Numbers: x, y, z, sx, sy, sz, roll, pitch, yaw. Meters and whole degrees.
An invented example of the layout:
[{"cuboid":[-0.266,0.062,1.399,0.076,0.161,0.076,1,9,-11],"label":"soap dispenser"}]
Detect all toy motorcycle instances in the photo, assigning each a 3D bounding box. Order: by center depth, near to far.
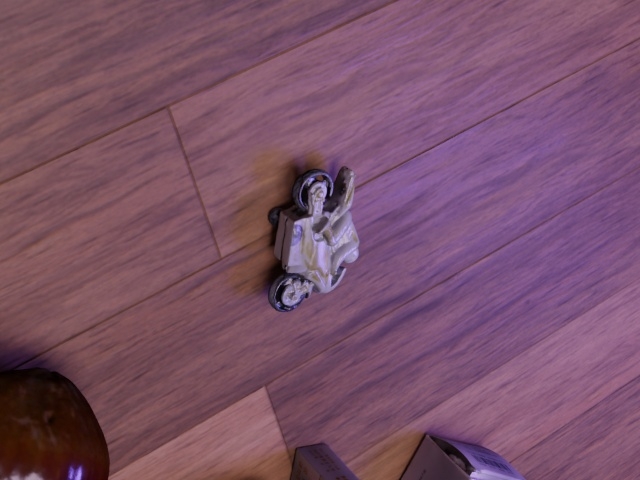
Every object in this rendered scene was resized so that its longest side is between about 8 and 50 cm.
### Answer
[{"cuboid":[0.000,0.000,1.485,0.151,0.074,0.229,0,112,-36],"label":"toy motorcycle"}]

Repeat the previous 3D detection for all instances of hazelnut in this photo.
[{"cuboid":[-0.380,0.265,1.279,0.251,0.217,0.217,22,101,-49],"label":"hazelnut"}]

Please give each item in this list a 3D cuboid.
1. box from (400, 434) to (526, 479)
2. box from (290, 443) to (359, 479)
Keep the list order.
[{"cuboid":[0.218,0.527,1.851,0.173,0.145,0.333,20,102,-40],"label":"box"},{"cuboid":[0.031,0.454,1.632,0.067,0.233,0.150,-6,117,-31],"label":"box"}]
